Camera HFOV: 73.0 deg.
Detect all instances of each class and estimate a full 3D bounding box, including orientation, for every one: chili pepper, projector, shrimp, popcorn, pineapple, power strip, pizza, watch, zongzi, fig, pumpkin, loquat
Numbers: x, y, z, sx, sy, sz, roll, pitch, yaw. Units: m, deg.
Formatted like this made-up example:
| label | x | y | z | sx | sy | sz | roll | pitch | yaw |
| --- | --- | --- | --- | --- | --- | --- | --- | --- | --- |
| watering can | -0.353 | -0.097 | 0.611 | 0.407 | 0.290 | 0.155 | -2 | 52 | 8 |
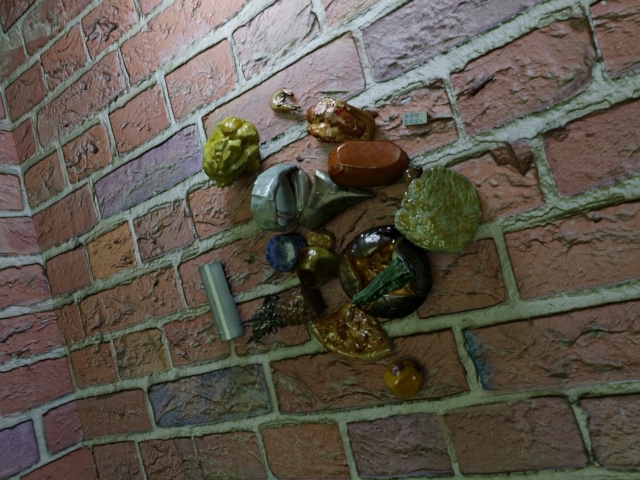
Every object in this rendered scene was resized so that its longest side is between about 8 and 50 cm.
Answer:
| label | x | y | z | sx | sy | sz | roll | pitch | yaw |
| --- | --- | --- | --- | --- | --- | --- | --- | --- | --- |
| chili pepper | 0.181 | 0.132 | 1.311 | 0.227 | 0.059 | 0.088 | -37 | 74 | 23 |
| projector | -0.420 | 0.257 | 1.830 | 0.108 | 0.108 | 0.337 | -22 | 83 | 28 |
| shrimp | -0.129 | -0.535 | 1.658 | 0.163 | 0.045 | 0.095 | 19 | 82 | 31 |
| popcorn | -0.344 | -0.338 | 1.671 | 0.215 | 0.252 | 0.286 | 46 | 118 | 4 |
| pineapple | -0.165 | 0.282 | 1.670 | 0.365 | 0.166 | 0.165 | -26 | 81 | 29 |
| power strip | 0.315 | -0.404 | 1.434 | 0.090 | 0.016 | 0.040 | 2 | 94 | 29 |
| pizza | 0.106 | 0.319 | 1.564 | 0.336 | 0.086 | 0.225 | 13 | 101 | 29 |
| watch | -0.157 | -0.154 | 1.580 | 0.162 | 0.241 | 0.253 | -2 | 93 | 30 |
| zongzi | 0.057 | -0.111 | 1.541 | 0.242 | 0.112 | 0.220 | 28 | 105 | 23 |
| fig | -0.009 | 0.091 | 1.572 | 0.154 | 0.166 | 0.144 | 65 | 152 | 29 |
| pumpkin | 0.210 | 0.107 | 1.429 | 0.321 | 0.192 | 0.320 | 2 | 95 | 26 |
| loquat | 0.286 | 0.468 | 1.464 | 0.137 | 0.113 | 0.137 | -6 | 71 | 18 |

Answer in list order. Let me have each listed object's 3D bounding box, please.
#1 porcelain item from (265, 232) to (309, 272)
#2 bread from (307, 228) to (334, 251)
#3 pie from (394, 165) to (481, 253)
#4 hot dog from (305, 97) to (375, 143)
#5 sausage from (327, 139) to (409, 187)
| label | x | y | z | sx | sy | sz | roll | pitch | yaw |
| --- | --- | --- | --- | --- | --- | --- | --- | --- | --- |
| porcelain item | -0.128 | 0.044 | 1.652 | 0.147 | 0.114 | 0.147 | 3 | 96 | 29 |
| bread | 0.000 | 0.000 | 1.619 | 0.111 | 0.044 | 0.083 | 17 | 103 | 24 |
| pie | 0.366 | -0.098 | 1.331 | 0.257 | 0.105 | 0.274 | 12 | 76 | 3 |
| hot dog | 0.049 | -0.406 | 1.499 | 0.257 | 0.153 | 0.150 | 22 | 103 | 25 |
| sausage | 0.157 | -0.252 | 1.429 | 0.268 | 0.141 | 0.153 | 0 | 75 | 8 |
